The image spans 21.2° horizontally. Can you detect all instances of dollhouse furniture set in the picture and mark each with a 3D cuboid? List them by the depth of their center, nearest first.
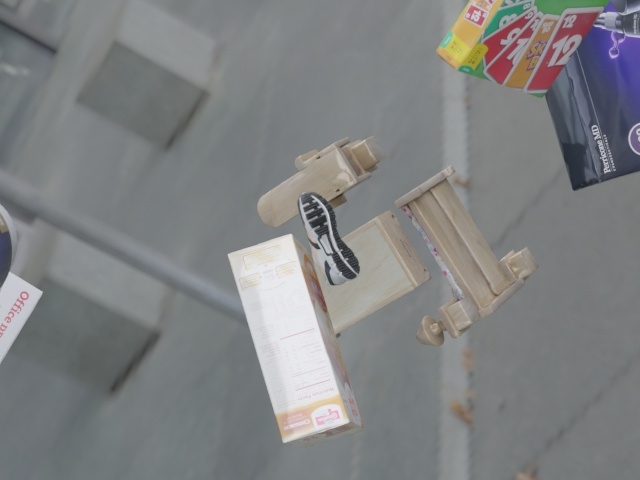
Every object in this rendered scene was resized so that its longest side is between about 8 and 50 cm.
[{"bbox_3d":[0.101,-0.004,2.326,0.174,0.303,0.355,-31,-1,29],"label":"dollhouse furniture set"}]

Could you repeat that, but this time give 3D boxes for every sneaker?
[{"bbox_3d":[0.000,0.000,1.821,0.044,0.040,0.109,-37,74,52],"label":"sneaker"}]

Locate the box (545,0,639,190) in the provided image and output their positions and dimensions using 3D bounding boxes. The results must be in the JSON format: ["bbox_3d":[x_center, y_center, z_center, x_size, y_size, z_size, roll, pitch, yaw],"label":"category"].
[{"bbox_3d":[0.359,-0.211,2.030,0.103,0.184,0.261,158,95,-81],"label":"box"}]

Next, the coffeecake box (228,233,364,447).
[{"bbox_3d":[-0.021,0.100,1.644,0.142,0.068,0.185,51,-158,-79],"label":"coffeecake box"}]

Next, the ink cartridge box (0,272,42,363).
[{"bbox_3d":[-0.515,0.089,2.357,0.093,0.212,0.154,-43,16,53],"label":"ink cartridge box"}]

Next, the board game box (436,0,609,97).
[{"bbox_3d":[0.200,-0.231,1.300,0.039,0.124,0.259,44,111,34],"label":"board game box"}]

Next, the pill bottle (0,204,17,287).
[{"bbox_3d":[-0.434,0.015,1.932,0.153,0.153,0.264,-59,0,7],"label":"pill bottle"}]
